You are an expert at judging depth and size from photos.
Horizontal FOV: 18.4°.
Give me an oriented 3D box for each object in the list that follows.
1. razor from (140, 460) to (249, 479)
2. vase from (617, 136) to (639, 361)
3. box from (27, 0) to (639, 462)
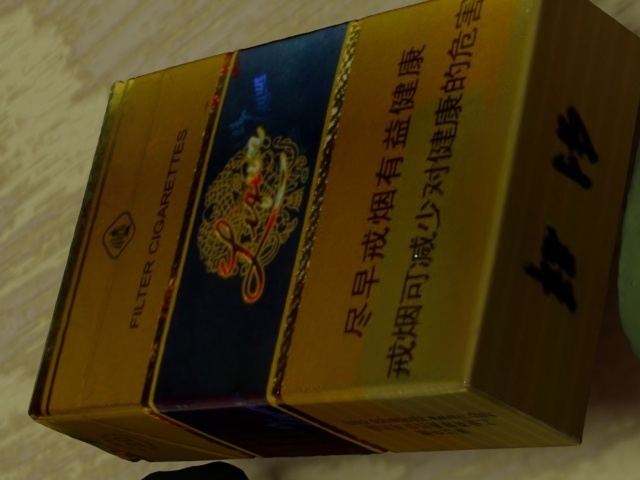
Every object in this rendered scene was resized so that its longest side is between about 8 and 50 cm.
[{"bbox_3d":[-0.108,0.166,0.689,0.189,0.327,0.107,42,123,41],"label":"razor"},{"bbox_3d":[0.171,0.109,0.497,0.329,0.241,0.302,109,154,-54],"label":"vase"},{"bbox_3d":[0.000,0.000,0.734,0.237,0.070,0.152,-10,61,47],"label":"box"}]
